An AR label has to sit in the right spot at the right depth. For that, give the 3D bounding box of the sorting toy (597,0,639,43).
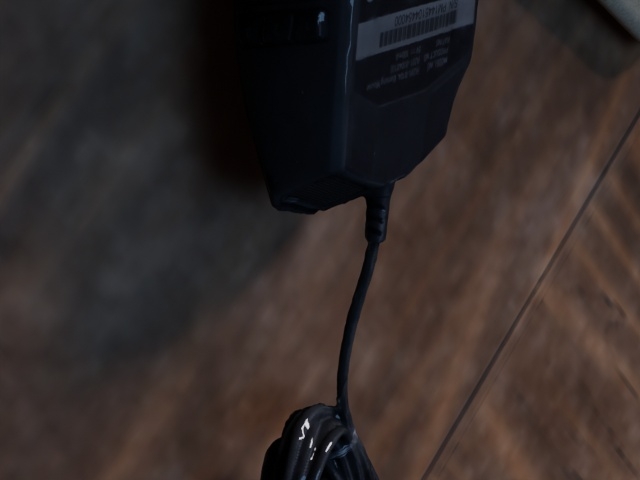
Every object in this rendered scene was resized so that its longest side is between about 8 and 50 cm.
[{"bbox_3d":[0.114,-0.162,0.416,0.196,0.047,0.347,-40,138,16],"label":"sorting toy"}]

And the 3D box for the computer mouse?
[{"bbox_3d":[0.000,0.000,0.393,0.071,0.041,0.242,-22,122,-58],"label":"computer mouse"}]
